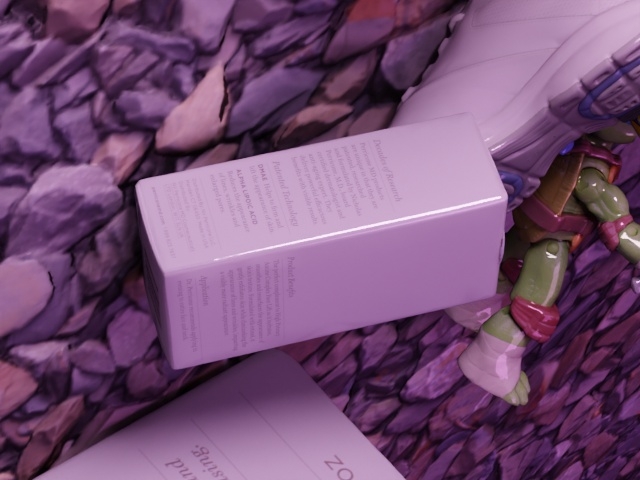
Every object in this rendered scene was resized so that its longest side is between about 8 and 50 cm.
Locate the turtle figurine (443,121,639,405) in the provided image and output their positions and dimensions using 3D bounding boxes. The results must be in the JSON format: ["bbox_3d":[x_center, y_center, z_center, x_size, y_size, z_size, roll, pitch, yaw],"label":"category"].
[{"bbox_3d":[0.234,0.005,1.575,0.274,0.198,0.266,0,133,-50],"label":"turtle figurine"}]

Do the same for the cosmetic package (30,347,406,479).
[{"bbox_3d":[-0.101,0.361,1.445,0.393,0.329,0.327,-28,149,-31],"label":"cosmetic package"}]

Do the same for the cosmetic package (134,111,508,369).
[{"bbox_3d":[0.000,0.000,1.270,0.231,0.085,0.117,-13,145,-11],"label":"cosmetic package"}]

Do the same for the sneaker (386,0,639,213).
[{"bbox_3d":[0.125,-0.104,1.368,0.297,0.129,0.111,-34,151,21],"label":"sneaker"}]

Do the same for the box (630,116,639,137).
[{"bbox_3d":[0.400,-0.156,1.337,0.290,0.177,0.279,-14,147,-18],"label":"box"}]
